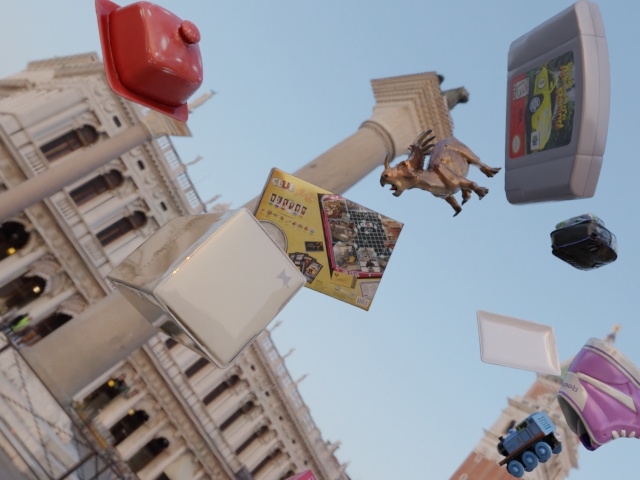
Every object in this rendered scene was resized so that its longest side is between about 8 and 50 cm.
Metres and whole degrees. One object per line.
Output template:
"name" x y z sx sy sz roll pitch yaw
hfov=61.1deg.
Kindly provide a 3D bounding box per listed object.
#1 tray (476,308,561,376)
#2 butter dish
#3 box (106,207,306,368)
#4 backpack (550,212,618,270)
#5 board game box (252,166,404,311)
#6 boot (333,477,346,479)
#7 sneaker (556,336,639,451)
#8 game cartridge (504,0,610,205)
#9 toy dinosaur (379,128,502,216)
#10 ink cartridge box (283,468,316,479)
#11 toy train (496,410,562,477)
"tray" 0.531 0.281 1.469 0.270 0.145 0.030 14 -31 -20
"butter dish" -0.225 -0.278 0.788 0.118 0.159 0.160 -20 -105 25
"box" -0.167 0.051 0.719 0.121 0.148 0.311 52 -24 -19
"backpack" 0.532 0.003 1.087 0.114 0.084 0.105 30 -35 -26
"board game box" 0.000 0.000 0.913 0.243 0.165 0.042 23 0 -14
"boot" 0.006 0.322 0.553 0.076 0.208 0.190 4 -70 20
"sneaker" 0.524 0.314 0.933 0.282 0.161 0.102 38 -11 -3
"game cartridge" 0.369 -0.208 0.861 0.196 0.060 0.295 177 -85 -72
"toy dinosaur" 0.269 -0.168 1.176 0.200 0.295 0.127 45 -49 1
"ink cartridge box" -0.139 0.481 0.798 0.226 0.306 0.131 -32 -107 21
"toy train" 0.519 0.514 1.360 0.184 0.080 0.105 -55 -129 34
